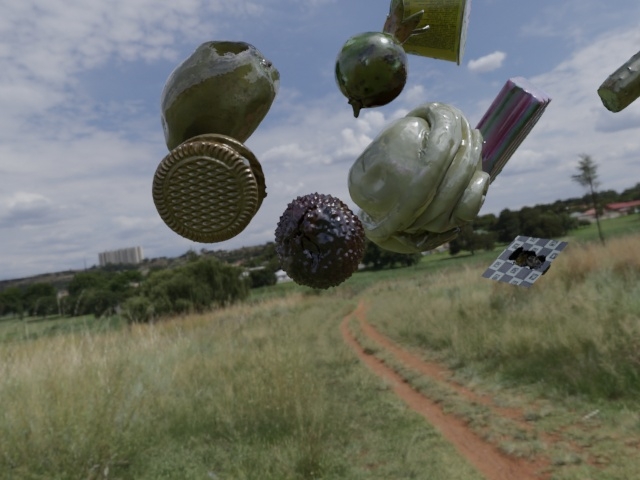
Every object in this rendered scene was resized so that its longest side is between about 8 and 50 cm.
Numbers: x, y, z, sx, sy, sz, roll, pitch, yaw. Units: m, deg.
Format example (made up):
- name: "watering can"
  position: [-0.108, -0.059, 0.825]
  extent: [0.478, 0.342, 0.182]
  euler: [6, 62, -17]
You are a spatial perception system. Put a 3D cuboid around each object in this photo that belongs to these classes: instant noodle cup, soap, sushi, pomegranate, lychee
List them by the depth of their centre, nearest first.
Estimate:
- name: "lychee"
  position: [0.000, 0.000, 0.958]
  extent: [0.188, 0.188, 0.188]
  euler: [-9, -3, 0]
- name: "pomegranate"
  position: [0.124, -0.349, 0.986]
  extent: [0.220, 0.156, 0.156]
  euler: [-36, -3, 0]
- name: "soap"
  position: [0.473, -0.270, 1.365]
  extent: [0.193, 0.109, 0.324]
  euler: [-27, -29, -50]
- name: "sushi"
  position: [0.632, 0.078, 1.557]
  extent: [0.192, 0.050, 0.215]
  euler: [-45, 18, -10]
- name: "instant noodle cup"
  position: [0.389, -0.789, 1.789]
  extent: [0.254, 0.326, 0.325]
  euler: [9, 2, 16]

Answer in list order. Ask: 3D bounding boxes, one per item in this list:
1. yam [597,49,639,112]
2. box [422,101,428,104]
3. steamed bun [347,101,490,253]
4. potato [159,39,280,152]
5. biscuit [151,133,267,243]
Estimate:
- name: "yam"
  position: [0.666, -0.371, 0.924]
  extent: [0.371, 0.083, 0.083]
  euler: [-37, -3, -2]
- name: "box"
  position: [0.306, -0.351, 1.448]
  extent: [0.079, 0.083, 0.035]
  euler: [-38, -22, -35]
- name: "steamed bun"
  position: [0.241, -0.116, 1.144]
  extent: [0.339, 0.247, 0.352]
  euler: [-33, -26, -23]
- name: "potato"
  position: [-0.258, -0.342, 1.252]
  extent: [0.243, 0.221, 0.326]
  euler: [29, -65, -26]
- name: "biscuit"
  position: [-0.252, -0.116, 1.164]
  extent: [0.259, 0.259, 0.079]
  euler: [-9, 22, 1]
